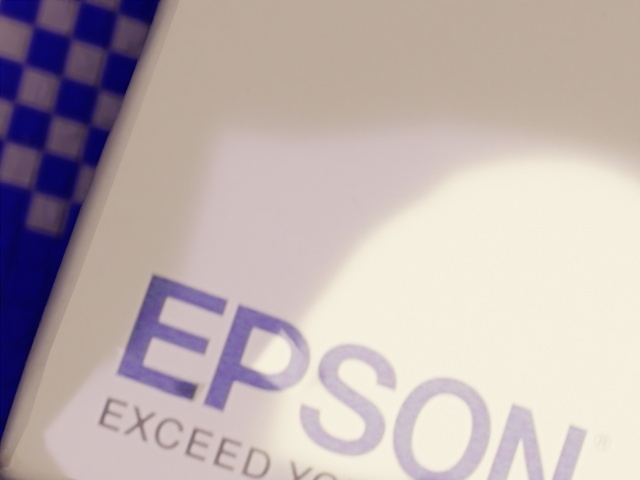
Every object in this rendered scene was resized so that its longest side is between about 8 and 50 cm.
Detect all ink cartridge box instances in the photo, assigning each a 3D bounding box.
[{"bbox_3d":[0.131,-0.048,0.384,0.324,0.071,0.330,20,81,-9],"label":"ink cartridge box"}]
